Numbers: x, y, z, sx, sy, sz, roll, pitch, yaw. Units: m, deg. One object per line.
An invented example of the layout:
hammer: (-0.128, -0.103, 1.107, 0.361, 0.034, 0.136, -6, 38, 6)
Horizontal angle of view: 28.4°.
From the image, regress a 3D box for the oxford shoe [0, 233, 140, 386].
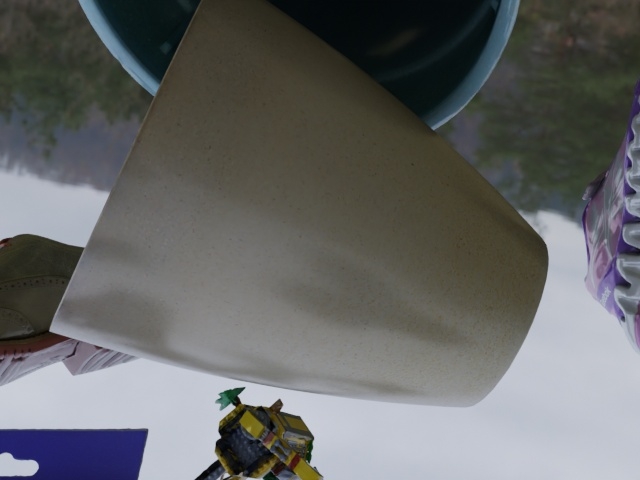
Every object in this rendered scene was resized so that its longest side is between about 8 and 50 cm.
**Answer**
oxford shoe: (-0.298, 0.066, 1.160, 0.348, 0.130, 0.123, -7, 162, -38)

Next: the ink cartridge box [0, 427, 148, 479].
ink cartridge box: (-0.220, 0.208, 0.779, 0.206, 0.208, 0.045, -4, 151, 19)

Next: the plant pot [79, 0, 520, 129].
plant pot: (0.024, -0.292, 0.988, 0.341, 0.341, 0.334, 14, -141, 13)

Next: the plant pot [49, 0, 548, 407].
plant pot: (0.000, 0.000, 0.838, 0.274, 0.256, 0.256, 26, -174, -8)

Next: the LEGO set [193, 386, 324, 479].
LEGO set: (-0.071, 0.280, 0.964, 0.192, 0.255, 0.331, 30, -150, -61)

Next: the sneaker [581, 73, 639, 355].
sneaker: (0.234, -0.039, 0.904, 0.095, 0.236, 0.104, -1, -164, -21)
